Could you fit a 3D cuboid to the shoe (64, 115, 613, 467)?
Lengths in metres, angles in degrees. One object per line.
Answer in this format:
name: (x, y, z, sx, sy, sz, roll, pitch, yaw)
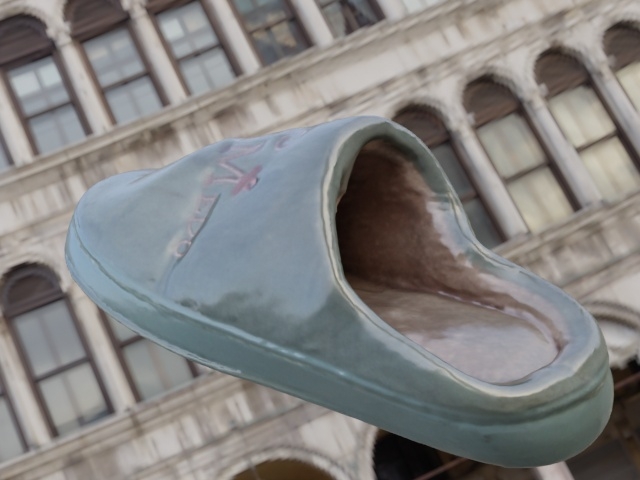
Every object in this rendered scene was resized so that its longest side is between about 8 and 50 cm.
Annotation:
shoe: (0.000, 0.000, 0.444, 0.103, 0.251, 0.100, -23, -53, -51)
